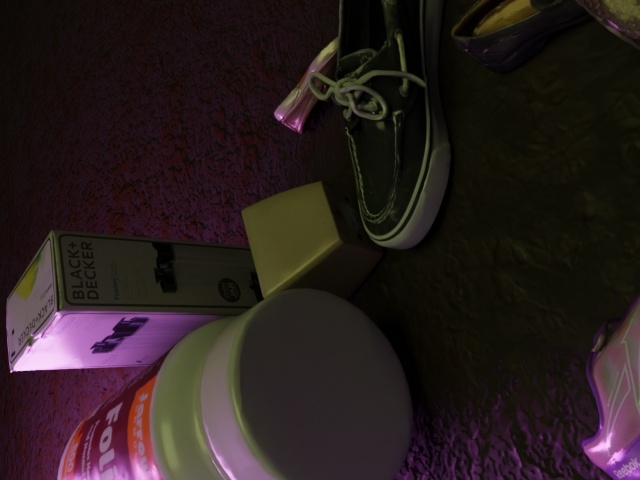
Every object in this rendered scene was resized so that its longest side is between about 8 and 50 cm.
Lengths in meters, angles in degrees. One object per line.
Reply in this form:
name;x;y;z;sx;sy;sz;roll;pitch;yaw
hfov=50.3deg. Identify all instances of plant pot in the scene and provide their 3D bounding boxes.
plant pot;0.000;0.000;0.704;0.096;0.109;0.108;-34;59;30

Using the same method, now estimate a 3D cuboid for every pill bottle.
pill bottle;-0.103;0.211;0.704;0.392;0.224;0.223;-38;57;43

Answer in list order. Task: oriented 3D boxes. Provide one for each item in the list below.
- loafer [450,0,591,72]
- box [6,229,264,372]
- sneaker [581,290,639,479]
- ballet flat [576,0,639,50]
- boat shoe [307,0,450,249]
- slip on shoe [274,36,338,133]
loafer;0.176;-0.195;0.527;0.170;0.061;0.062;-42;54;41
box;-0.176;0.074;0.762;0.169;0.290;0.087;-40;56;43
sneaker;0.219;0.060;0.425;0.105;0.095;0.236;16;99;59
ballet flat;0.245;-0.123;0.411;0.249;0.084;0.058;55;141;33
boat shoe;0.054;-0.146;0.641;0.113;0.105;0.306;5;90;52
slip on shoe;0.001;-0.176;0.770;0.041;0.051;0.135;44;119;-2
